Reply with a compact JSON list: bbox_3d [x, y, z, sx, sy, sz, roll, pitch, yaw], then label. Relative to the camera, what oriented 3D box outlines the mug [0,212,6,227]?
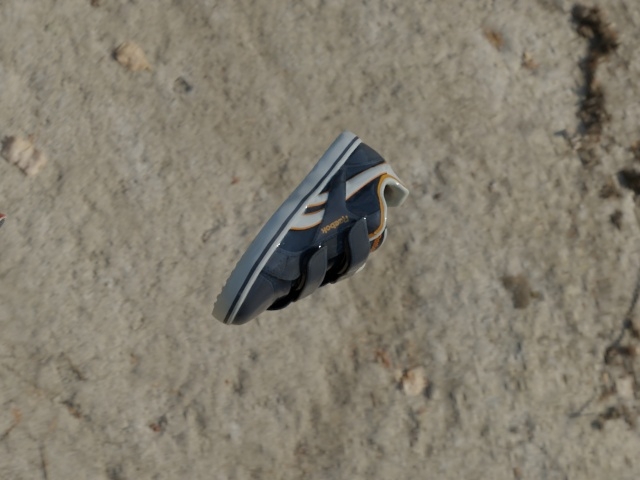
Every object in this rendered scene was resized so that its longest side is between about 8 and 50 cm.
[{"bbox_3d":[-0.445,-0.053,1.158,0.169,0.113,0.150,41,90,-7],"label":"mug"}]

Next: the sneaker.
[{"bbox_3d":[0.000,0.000,1.261,0.127,0.126,0.321,36,59,4],"label":"sneaker"}]
